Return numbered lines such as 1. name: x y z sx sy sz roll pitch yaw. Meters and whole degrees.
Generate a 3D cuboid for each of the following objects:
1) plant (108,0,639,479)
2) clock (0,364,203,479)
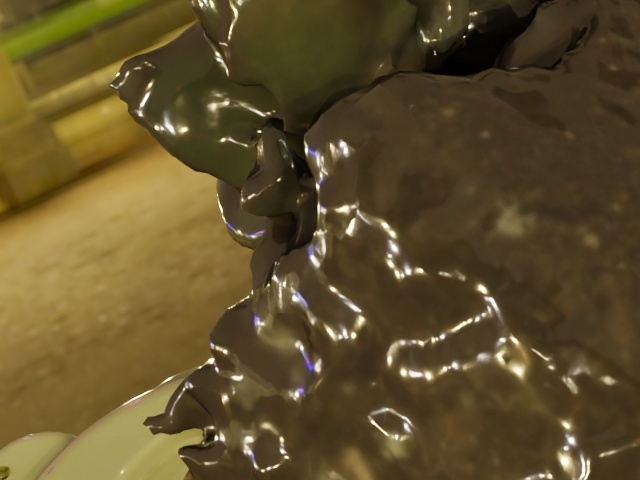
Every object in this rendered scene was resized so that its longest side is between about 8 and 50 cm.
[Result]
1. plant: 0.049 0.000 0.568 0.188 0.276 0.199 -22 -32 -41
2. clock: -0.040 0.197 1.087 0.309 0.284 0.114 -15 -33 3
